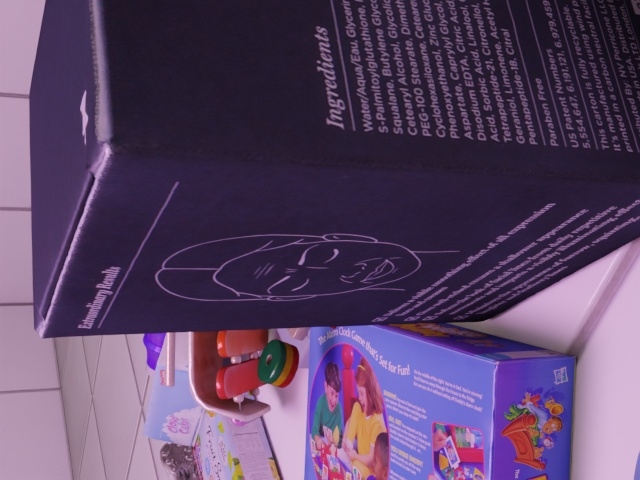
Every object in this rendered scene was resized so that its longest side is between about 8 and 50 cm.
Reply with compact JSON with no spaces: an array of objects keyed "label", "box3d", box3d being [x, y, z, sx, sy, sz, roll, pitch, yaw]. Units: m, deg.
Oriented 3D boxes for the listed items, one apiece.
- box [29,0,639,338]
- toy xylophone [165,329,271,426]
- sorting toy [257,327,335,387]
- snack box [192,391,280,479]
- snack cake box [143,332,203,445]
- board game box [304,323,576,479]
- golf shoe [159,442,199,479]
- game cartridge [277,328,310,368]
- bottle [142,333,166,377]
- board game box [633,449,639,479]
[{"label":"box","box3d":[0.012,-0.075,0.601,0.293,0.396,0.211,136,129,-57]},{"label":"toy xylophone","box3d":[-0.131,0.093,1.135,0.236,0.081,0.322,-20,-73,-76]},{"label":"sorting toy","box3d":[0.006,0.015,0.885,0.274,0.046,0.132,-61,27,13]},{"label":"snack box","box3d":[-0.131,0.353,1.293,0.207,0.070,0.174,-116,35,-43]},{"label":"snack cake box","box3d":[-0.217,0.208,1.371,0.264,0.089,0.152,113,170,-52]},{"label":"board game box","box3d":[0.090,0.195,0.802,0.347,0.078,0.233,-172,83,-65]},{"label":"golf shoe","box3d":[-0.260,0.448,1.584,0.176,0.069,0.086,-133,43,-58]},{"label":"game cartridge","box3d":[0.000,0.000,1.039,0.198,0.062,0.297,54,137,47]},{"label":"bottle","box3d":[-0.282,0.133,1.602,0.118,0.092,0.282,-127,43,-54]},{"label":"board game box","box3d":[0.261,0.162,0.487,0.168,0.033,0.133,47,127,50]}]
